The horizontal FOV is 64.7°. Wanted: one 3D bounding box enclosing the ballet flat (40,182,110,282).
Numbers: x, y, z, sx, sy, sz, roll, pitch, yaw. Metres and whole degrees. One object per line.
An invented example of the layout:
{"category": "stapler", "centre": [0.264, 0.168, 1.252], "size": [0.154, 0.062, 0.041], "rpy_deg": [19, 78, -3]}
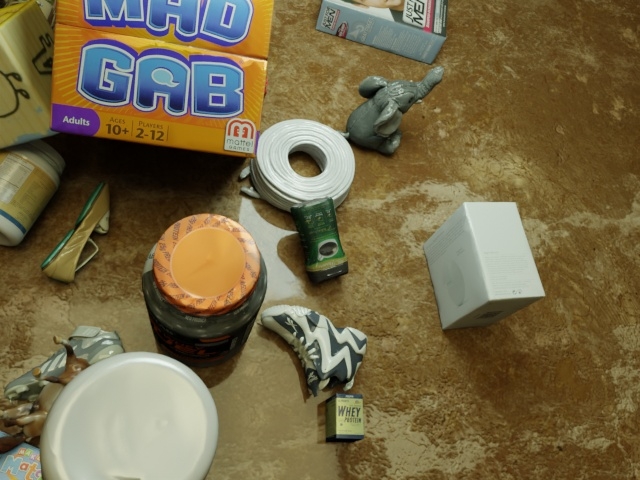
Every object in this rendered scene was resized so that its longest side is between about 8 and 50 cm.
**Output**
{"category": "ballet flat", "centre": [-0.492, -0.015, 1.063], "size": [0.073, 0.080, 0.232], "rpy_deg": [38, 61, -27]}

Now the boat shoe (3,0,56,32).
{"category": "boat shoe", "centre": [-0.680, -0.515, 1.172], "size": [0.122, 0.120, 0.324], "rpy_deg": [9, 47, -15]}

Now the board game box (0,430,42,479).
{"category": "board game box", "centre": [-0.551, 0.440, 0.837], "size": [0.160, 0.039, 0.211], "rpy_deg": [26, 62, -2]}

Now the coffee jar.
{"category": "coffee jar", "centre": [0.000, 0.000, 1.132], "size": [0.096, 0.079, 0.184], "rpy_deg": [-17, 99, -19]}

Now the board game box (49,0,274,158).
{"category": "board game box", "centre": [-0.297, -0.369, 1.034], "size": [0.356, 0.356, 0.356], "rpy_deg": [6, 99, -12]}

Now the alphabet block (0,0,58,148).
{"category": "alphabet block", "centre": [-0.599, -0.310, 0.959], "size": [0.192, 0.197, 0.193], "rpy_deg": [-14, 40, 5]}

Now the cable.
{"category": "cable", "centre": [-0.042, -0.184, 1.238], "size": [0.257, 0.089, 0.257], "rpy_deg": [26, 61, -1]}

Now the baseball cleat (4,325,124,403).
{"category": "baseball cleat", "centre": [-0.481, 0.227, 0.951], "size": [0.206, 0.072, 0.109], "rpy_deg": [-15, 56, -25]}

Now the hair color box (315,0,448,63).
{"category": "hair color box", "centre": [0.188, -0.687, 1.525], "size": [0.374, 0.113, 0.185], "rpy_deg": [14, 63, -7]}

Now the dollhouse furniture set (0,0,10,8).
{"category": "dollhouse furniture set", "centre": [-0.787, -0.550, 1.178], "size": [0.101, 0.161, 0.182], "rpy_deg": [15, 61, -7]}

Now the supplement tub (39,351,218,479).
{"category": "supplement tub", "centre": [-0.305, 0.322, 0.783], "size": [0.228, 0.316, 0.228], "rpy_deg": [14, 57, -22]}

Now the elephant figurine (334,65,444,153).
{"category": "elephant figurine", "centre": [0.169, -0.346, 1.284], "size": [0.169, 0.239, 0.186], "rpy_deg": [33, 62, 2]}

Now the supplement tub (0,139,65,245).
{"category": "supplement tub", "centre": [-0.625, -0.105, 1.018], "size": [0.144, 0.144, 0.200], "rpy_deg": [21, 61, -4]}

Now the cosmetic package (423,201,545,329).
{"category": "cosmetic package", "centre": [0.358, 0.061, 1.149], "size": [0.138, 0.224, 0.225], "rpy_deg": [-3, 66, -15]}

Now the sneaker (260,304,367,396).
{"category": "sneaker", "centre": [-0.024, 0.235, 1.040], "size": [0.235, 0.094, 0.153], "rpy_deg": [25, 52, -13]}

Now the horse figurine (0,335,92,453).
{"category": "horse figurine", "centre": [-0.463, 0.268, 0.857], "size": [0.066, 0.174, 0.263], "rpy_deg": [39, 76, 28]}

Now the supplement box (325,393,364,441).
{"category": "supplement box", "centre": [0.047, 0.355, 1.008], "size": [0.056, 0.083, 0.083], "rpy_deg": [6, 63, -13]}

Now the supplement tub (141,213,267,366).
{"category": "supplement tub", "centre": [-0.210, 0.099, 0.919], "size": [0.207, 0.338, 0.207], "rpy_deg": [6, 64, -11]}

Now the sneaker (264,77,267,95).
{"category": "sneaker", "centre": [-0.207, -0.392, 1.298], "size": [0.128, 0.087, 0.221], "rpy_deg": [21, 63, -2]}
